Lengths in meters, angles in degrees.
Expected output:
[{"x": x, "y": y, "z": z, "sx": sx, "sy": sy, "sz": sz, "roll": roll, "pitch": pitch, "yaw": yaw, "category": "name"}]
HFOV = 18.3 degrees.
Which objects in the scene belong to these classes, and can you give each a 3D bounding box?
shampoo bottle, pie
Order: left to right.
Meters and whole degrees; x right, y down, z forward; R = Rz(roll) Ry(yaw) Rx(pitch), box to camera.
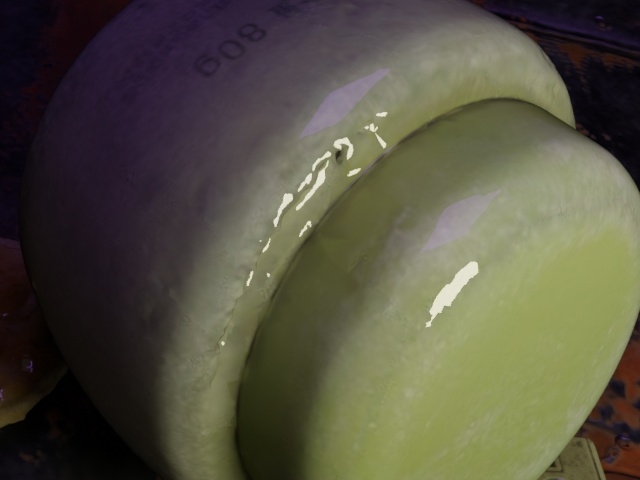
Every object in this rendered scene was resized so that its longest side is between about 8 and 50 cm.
[{"x": -0.243, "y": 0.049, "z": 1.201, "sx": 0.195, "sy": 0.046, "sz": 0.195, "roll": 11, "pitch": 39, "yaw": -9, "category": "pie"}, {"x": 0.000, "y": 0.000, "z": 1.135, "sx": 0.317, "sy": 0.322, "sz": 0.322, "roll": 37, "pitch": 43, "yaw": 29, "category": "shampoo bottle"}]

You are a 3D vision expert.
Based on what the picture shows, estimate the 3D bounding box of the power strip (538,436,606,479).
[{"x": 0.143, "y": 0.195, "z": 1.190, "sx": 0.092, "sy": 0.034, "sz": 0.268, "roll": 4, "pitch": 42, "yaw": -16, "category": "power strip"}]
